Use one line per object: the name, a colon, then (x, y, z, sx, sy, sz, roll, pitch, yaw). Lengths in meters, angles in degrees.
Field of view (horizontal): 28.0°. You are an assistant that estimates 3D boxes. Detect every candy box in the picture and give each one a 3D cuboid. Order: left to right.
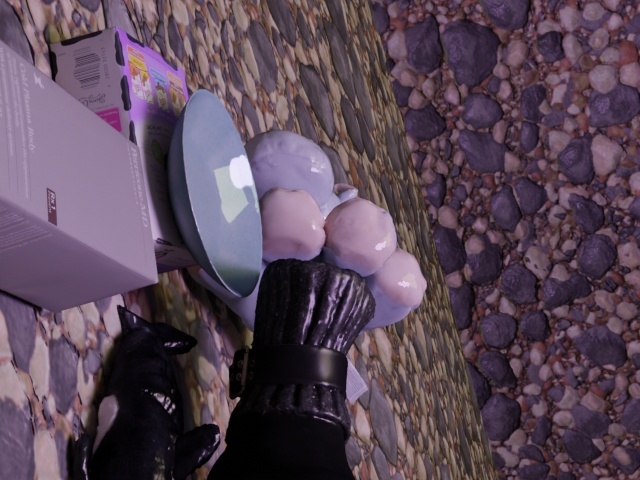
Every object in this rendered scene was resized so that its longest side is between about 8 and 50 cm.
candy box: (-0.169, -0.076, 1.181, 0.165, 0.070, 0.196, 26, 52, -72)

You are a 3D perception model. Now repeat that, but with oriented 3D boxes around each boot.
boot: (-0.010, 0.141, 1.103, 0.260, 0.131, 0.348, -68, -163, -12)

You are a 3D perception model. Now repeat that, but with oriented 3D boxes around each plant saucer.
plant saucer: (-0.103, -0.040, 1.177, 0.195, 0.037, 0.195, -12, 90, -76)

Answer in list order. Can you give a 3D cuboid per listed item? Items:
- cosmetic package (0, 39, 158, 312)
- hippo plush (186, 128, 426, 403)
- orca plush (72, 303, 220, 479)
cosmetic package: (-0.214, -0.040, 0.918, 0.238, 0.107, 0.127, 33, 43, -65)
hippo plush: (0.000, 0.000, 1.429, 0.236, 0.234, 0.294, -86, 157, -47)
orca plush: (-0.122, 0.175, 1.077, 0.287, 0.102, 0.151, -83, 155, -54)
